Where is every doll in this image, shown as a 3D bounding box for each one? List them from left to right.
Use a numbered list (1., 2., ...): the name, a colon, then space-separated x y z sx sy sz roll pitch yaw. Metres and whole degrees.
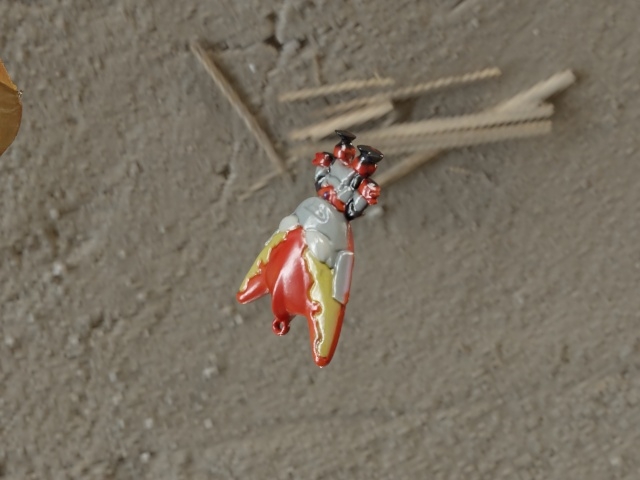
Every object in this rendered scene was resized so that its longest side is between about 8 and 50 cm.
1. doll: 0.000 0.000 0.974 0.057 0.109 0.169 12 109 -51

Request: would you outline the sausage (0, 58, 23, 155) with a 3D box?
1. sausage: -0.508 -0.227 1.478 0.233 0.287 0.233 -25 157 -12
